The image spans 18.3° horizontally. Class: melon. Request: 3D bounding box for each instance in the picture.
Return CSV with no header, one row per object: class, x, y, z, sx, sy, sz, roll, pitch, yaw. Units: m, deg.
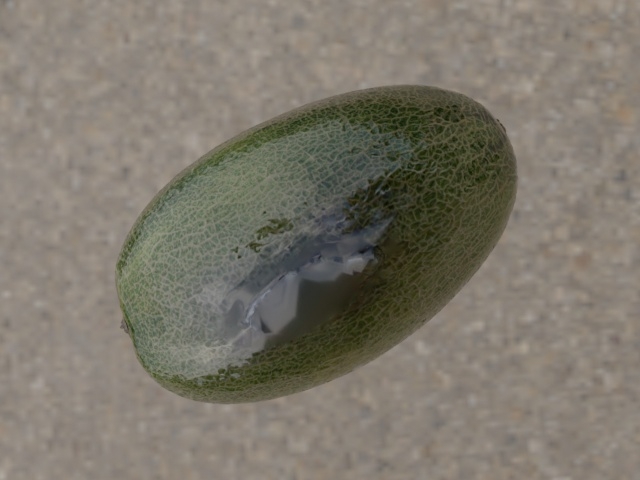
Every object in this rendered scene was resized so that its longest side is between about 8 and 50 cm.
melon,0.000,0.000,0.740,0.162,0.099,0.099,-28,62,-3
